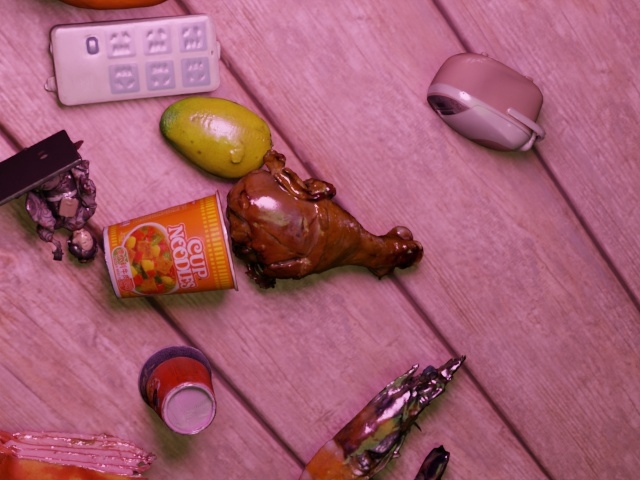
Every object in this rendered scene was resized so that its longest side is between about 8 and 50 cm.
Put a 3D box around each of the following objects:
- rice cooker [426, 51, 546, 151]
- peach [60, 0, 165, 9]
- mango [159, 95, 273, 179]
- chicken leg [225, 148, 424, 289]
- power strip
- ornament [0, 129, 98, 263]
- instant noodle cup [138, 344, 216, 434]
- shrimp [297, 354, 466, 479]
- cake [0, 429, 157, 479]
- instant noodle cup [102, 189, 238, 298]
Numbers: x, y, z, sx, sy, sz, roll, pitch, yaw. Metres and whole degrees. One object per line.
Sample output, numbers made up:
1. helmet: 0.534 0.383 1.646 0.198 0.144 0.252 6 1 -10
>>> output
1. rice cooker: 0.273 -0.224 1.782 0.206 0.145 0.127 22 87 -25
2. peach: -0.280 -0.479 1.445 0.343 0.301 0.342 -6 134 -6
3. mango: -0.160 -0.160 1.681 0.178 0.100 0.119 19 100 -15
4. chicken leg: -0.012 0.010 1.755 0.211 0.140 0.361 -37 134 25
5. power strip: -0.278 -0.272 1.639 0.270 0.046 0.118 -8 107 -15
6. ornament: -0.385 -0.036 1.626 0.166 0.153 0.196 -30 121 -8
7. instant noodle cup: -0.222 0.246 1.749 0.127 0.136 0.127 -4 105 -16
8. shrimp: 0.135 0.388 1.939 0.272 0.085 0.445 35 95 -28
9. cake: -0.406 0.374 1.749 0.287 0.098 0.135 2 103 -14
10. instant noodle cup: -0.231 0.016 1.681 0.185 0.168 0.168 -11 108 -5
